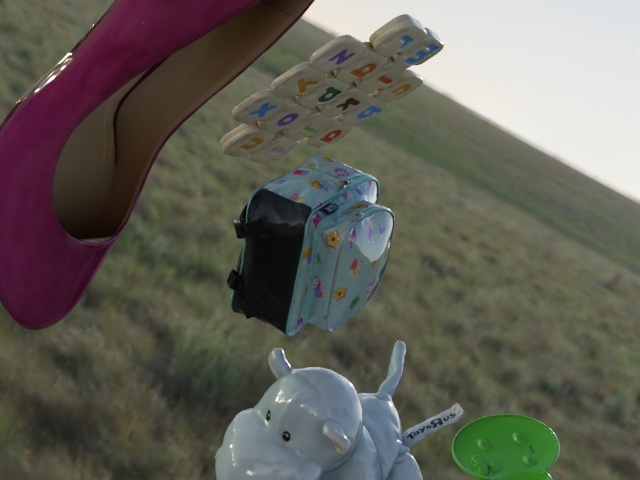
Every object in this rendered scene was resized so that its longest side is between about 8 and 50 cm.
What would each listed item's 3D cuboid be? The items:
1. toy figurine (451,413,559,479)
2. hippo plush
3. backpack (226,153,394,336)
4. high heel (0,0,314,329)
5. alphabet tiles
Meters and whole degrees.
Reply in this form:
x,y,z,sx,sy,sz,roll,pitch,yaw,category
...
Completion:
x,y,z,sx,sy,sz,roll,pitch,yaw,category
0.235,0.326,1.466,0.130,0.159,0.173,-10,27,-5,toy figurine
0.021,0.247,1.302,0.234,0.294,0.236,47,-2,30,hippo plush
0.000,0.000,1.315,0.144,0.166,0.188,17,31,16,backpack
-0.119,-0.071,0.829,0.181,0.377,0.127,31,27,25,high heel
0.013,-0.181,1.474,0.021,0.284,0.278,63,20,15,alphabet tiles
